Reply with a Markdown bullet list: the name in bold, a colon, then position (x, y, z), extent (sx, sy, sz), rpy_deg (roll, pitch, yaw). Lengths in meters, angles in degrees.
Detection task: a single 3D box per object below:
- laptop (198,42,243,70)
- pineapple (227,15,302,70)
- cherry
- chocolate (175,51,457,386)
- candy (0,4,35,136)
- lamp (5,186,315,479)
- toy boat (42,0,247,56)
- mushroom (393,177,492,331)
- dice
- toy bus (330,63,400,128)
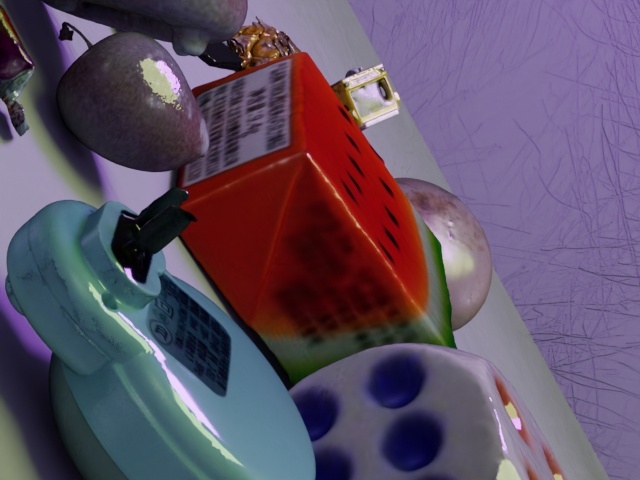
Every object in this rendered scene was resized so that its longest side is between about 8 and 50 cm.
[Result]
- **laptop**: position (-0.174, -0.248, 1.947), extent (0.197, 0.016, 0.135), rpy_deg (39, 10, 6)
- **pineapple**: position (-0.049, -0.214, 2.453), extent (0.224, 0.076, 0.225), rpy_deg (59, 13, -22)
- **cherry**: position (-0.168, -0.122, 1.593), extent (0.188, 0.148, 0.115), rpy_deg (-173, -82, -79)
- **chocolate**: position (0.000, 0.000, 1.920), extent (0.341, 0.161, 0.360), rpy_deg (54, 13, -22)
- **candy**: position (-0.261, -0.162, 1.430), extent (0.175, 0.043, 0.045), rpy_deg (63, 1, 8)
- **lamp**: position (-0.108, 0.096, 1.224), extent (0.209, 0.147, 0.284), rpy_deg (-95, 163, -69)
- **toy boat**: position (-0.175, -0.213, 1.613), extent (0.155, 0.227, 0.085), rpy_deg (37, 65, -70)
- **mushroom**: position (0.118, 0.026, 2.400), extent (0.226, 0.178, 0.226), rpy_deg (18, 57, -30)
- **dice**: position (0.093, 0.253, 1.538), extent (0.251, 0.243, 0.259), rpy_deg (53, 17, -37)
- **toy bus**: position (-0.004, -0.141, 2.135), extent (0.081, 0.226, 0.074), rpy_deg (-24, 89, -38)
